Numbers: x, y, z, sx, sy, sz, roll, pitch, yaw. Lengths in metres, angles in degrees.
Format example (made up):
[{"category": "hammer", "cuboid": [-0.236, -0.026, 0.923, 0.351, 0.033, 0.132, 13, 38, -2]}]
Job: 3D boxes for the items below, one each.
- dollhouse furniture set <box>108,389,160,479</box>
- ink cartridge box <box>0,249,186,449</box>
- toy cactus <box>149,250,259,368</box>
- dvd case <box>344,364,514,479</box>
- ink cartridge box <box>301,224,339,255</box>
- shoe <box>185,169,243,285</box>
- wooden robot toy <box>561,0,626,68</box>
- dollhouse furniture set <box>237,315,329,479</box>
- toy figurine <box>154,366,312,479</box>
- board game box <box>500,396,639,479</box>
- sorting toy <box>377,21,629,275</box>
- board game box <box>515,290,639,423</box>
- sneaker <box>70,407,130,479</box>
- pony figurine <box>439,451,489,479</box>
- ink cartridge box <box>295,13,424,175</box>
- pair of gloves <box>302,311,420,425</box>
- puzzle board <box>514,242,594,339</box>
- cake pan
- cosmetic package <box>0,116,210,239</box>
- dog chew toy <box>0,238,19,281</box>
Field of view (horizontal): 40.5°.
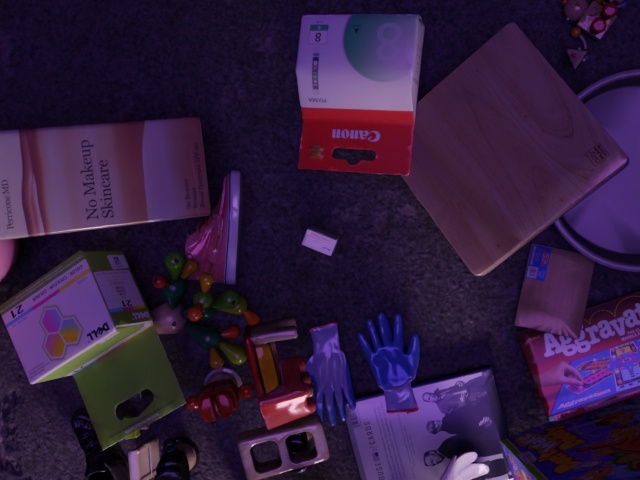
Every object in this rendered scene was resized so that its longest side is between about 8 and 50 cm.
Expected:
[{"category": "dollhouse furniture set", "cuboid": [-0.296, 0.305, 1.362, 0.059, 0.076, 0.151, -3, 93, 18]}, {"category": "ink cartridge box", "cuboid": [-0.337, 0.167, 1.284, 0.189, 0.097, 0.255, -32, 77, 22]}, {"category": "toy cactus", "cuboid": [-0.196, 0.119, 1.315, 0.180, 0.112, 0.219, -16, 130, 29]}, {"category": "dvd case", "cuboid": [0.169, 0.306, 1.342, 0.239, 0.029, 0.179, -14, 94, 6]}, {"category": "ink cartridge box", "cuboid": [0.000, 0.000, 1.303, 0.048, 0.083, 0.028, 21, 96, 3]}, {"category": "shoe", "cuboid": [-0.163, -0.020, 1.324, 0.081, 0.063, 0.178, 5, 101, 0]}, {"category": "wooden robot toy", "cuboid": [0.389, -0.337, 1.255, 0.079, 0.076, 0.173, 35, 96, 12]}, {"category": "dollhouse furniture set", "cuboid": [-0.059, 0.311, 1.138, 0.152, 0.201, 0.374, -14, 99, -2]}, {"category": "toy figurine", "cuboid": [-0.128, 0.321, 1.316, 0.209, 0.148, 0.213, 29, 94, -4]}, {"category": "board game box", "cuboid": [0.400, 0.304, 1.150, 0.233, 0.347, 0.078, -20, 92, -2]}, {"category": "sorting toy", "cuboid": [0.259, -0.123, 1.236, 0.255, 0.089, 0.257, -40, 69, 18]}, {"category": "board game box", "cuboid": [0.450, 0.160, 1.292, 0.281, 0.027, 0.145, -20, 77, 6]}, {"category": "sneaker", "cuboid": [-0.342, 0.343, 1.356, 0.051, 0.089, 0.170, -35, 91, 6]}, {"category": "pony figurine", "cuboid": [0.145, 0.519, 1.228, 0.363, 0.351, 0.303, -24, 99, 30]}, {"category": "ink cartridge box", "cuboid": [0.050, -0.214, 1.262, 0.181, 0.056, 0.224, 5, 86, 21]}, {"category": "pair of gloves", "cuboid": [0.058, 0.196, 1.328, 0.198, 0.023, 0.159, -9, 80, 6]}, {"category": "puzzle board", "cuboid": [0.352, 0.075, 1.303, 0.096, 0.011, 0.128, 12, 82, 12]}, {"category": "cake pan", "cuboid": [0.467, -0.101, 1.272, 0.293, 0.054, 0.293, 0, 94, 5]}, {"category": "cosmetic package", "cuboid": [-0.321, -0.091, 1.238, 0.296, 0.129, 0.153, -9, 96, -23]}, {"category": "dog chew toy", "cuboid": [-0.552, 0.017, 1.299, 0.207, 0.206, 0.332, 28, 89, 2]}]
